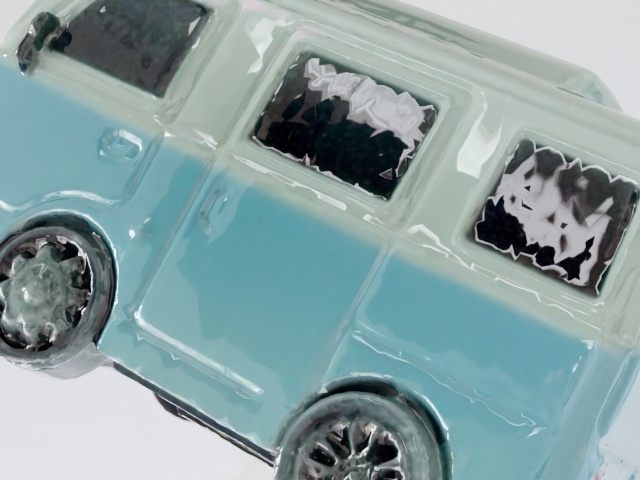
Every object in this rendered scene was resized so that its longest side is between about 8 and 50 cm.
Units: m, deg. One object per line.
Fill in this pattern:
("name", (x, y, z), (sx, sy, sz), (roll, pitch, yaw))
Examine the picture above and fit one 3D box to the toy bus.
("toy bus", (0.000, 0.000, 0.480), (0.164, 0.271, 0.133), (-63, -29, -3))
